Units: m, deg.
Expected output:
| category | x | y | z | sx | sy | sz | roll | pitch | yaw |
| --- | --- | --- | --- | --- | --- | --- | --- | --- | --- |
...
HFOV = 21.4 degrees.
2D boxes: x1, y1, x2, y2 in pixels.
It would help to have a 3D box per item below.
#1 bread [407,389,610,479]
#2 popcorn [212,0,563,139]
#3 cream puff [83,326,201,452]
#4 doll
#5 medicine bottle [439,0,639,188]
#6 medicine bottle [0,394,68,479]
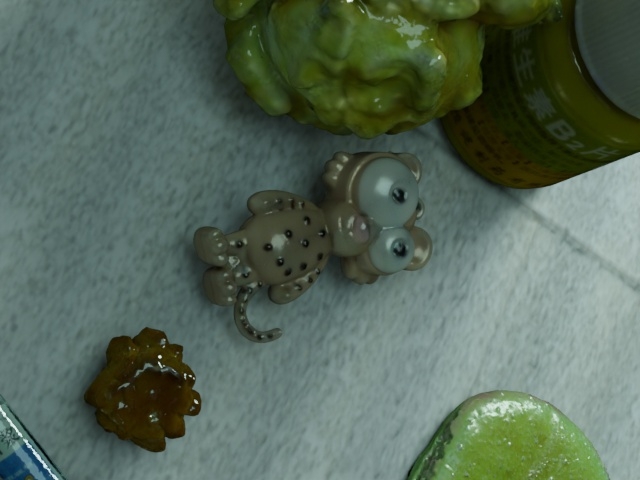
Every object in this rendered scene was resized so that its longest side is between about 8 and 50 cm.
| category | x | y | z | sx | sy | sz | roll | pitch | yaw |
| --- | --- | --- | --- | --- | --- | --- | --- | --- | --- |
| bread | 0.225 | 0.319 | 1.913 | 0.301 | 0.045 | 0.301 | 6 | 76 | -28 |
| popcorn | 0.056 | -0.241 | 1.813 | 0.335 | 0.279 | 0.274 | 26 | 28 | -11 |
| cream puff | -0.181 | 0.150 | 1.707 | 0.116 | 0.094 | 0.122 | -8 | 105 | -26 |
| doll | -0.001 | -0.002 | 1.825 | 0.278 | 0.119 | 0.154 | -26 | 105 | -25 |
| medicine bottle | 0.314 | -0.201 | 1.883 | 0.224 | 0.384 | 0.224 | 7 | 74 | -28 |
| medicine bottle | -0.296 | 0.209 | 1.650 | 0.051 | 0.051 | 0.191 | -41 | 98 | -29 |
